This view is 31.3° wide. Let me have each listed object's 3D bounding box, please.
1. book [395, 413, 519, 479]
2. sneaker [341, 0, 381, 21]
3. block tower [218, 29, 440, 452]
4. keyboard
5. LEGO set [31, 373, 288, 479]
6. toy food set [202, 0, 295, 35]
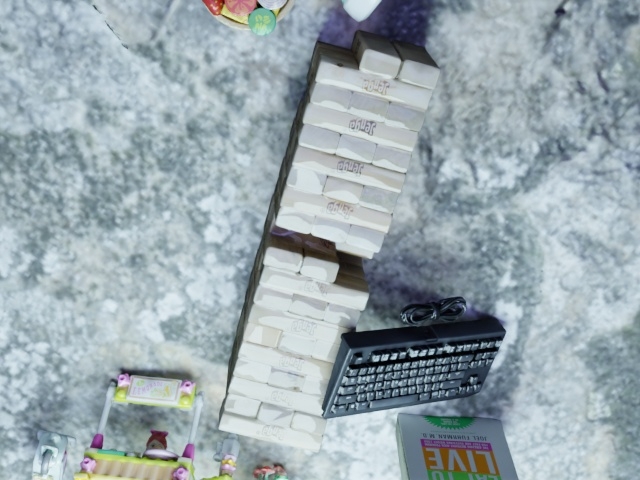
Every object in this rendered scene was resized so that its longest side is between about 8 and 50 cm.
[{"bbox_3d":[0.118,0.198,0.978,0.096,0.144,0.035,2,111,-3],"label":"book"},{"bbox_3d":[0.027,-0.296,0.821,0.151,0.094,0.256,23,114,1],"label":"sneaker"},{"bbox_3d":[0.000,0.000,0.929,0.091,0.097,0.335,15,108,-7],"label":"block tower"},{"bbox_3d":[0.085,0.096,0.953,0.180,0.023,0.108,-2,117,-39],"label":"keyboard"},{"bbox_3d":[-0.108,0.199,1.019,0.287,0.107,0.132,17,144,-12],"label":"LEGO set"},{"bbox_3d":[-0.054,-0.203,0.886,0.082,0.020,0.083,22,109,-10],"label":"toy food set"}]
